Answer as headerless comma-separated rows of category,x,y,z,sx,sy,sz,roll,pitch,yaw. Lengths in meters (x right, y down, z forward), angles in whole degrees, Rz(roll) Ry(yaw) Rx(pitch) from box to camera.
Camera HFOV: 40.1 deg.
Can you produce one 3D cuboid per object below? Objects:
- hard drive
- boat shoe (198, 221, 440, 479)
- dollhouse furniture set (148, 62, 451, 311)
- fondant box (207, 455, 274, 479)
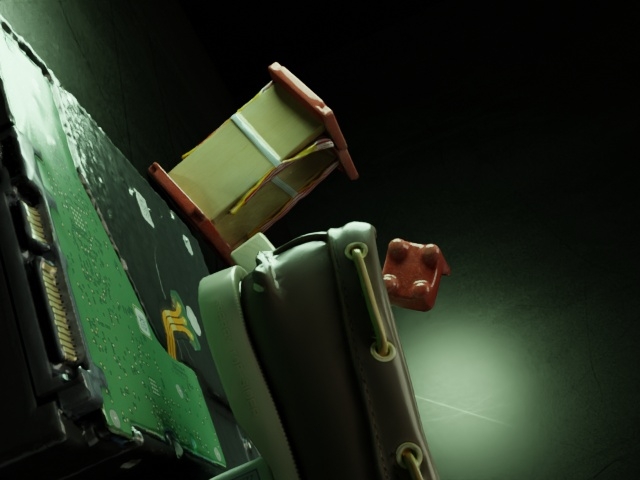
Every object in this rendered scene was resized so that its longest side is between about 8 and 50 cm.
hard drive,-0.119,0.045,0.525,0.339,0.064,0.237,64,2,-66
boat shoe,0.042,0.142,0.411,0.116,0.097,0.324,58,7,-68
dollhouse furniture set,0.000,0.000,0.974,0.374,0.201,0.152,47,-7,28
fondant box,0.014,0.306,0.460,0.238,0.096,0.330,62,3,-59
